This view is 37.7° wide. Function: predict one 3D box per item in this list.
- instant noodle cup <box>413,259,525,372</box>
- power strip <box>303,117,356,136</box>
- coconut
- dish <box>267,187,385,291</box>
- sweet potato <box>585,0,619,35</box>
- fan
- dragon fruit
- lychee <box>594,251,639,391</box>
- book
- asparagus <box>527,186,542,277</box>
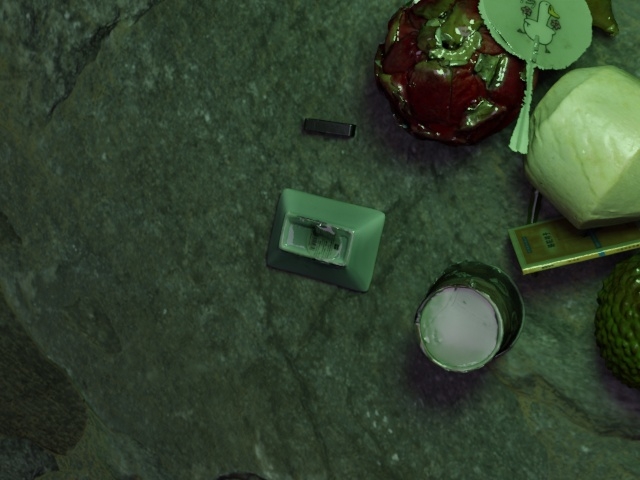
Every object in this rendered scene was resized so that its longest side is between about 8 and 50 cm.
[{"bbox_3d":[0.289,0.157,1.860,0.217,0.207,0.217,2,96,17],"label":"instant noodle cup"},{"bbox_3d":[0.020,-0.241,2.003,0.111,0.038,0.029,10,98,18],"label":"power strip"},{"bbox_3d":[0.535,-0.160,1.716,0.329,0.329,0.329,1,94,17],"label":"coconut"},{"bbox_3d":[0.000,0.000,2.005,0.243,0.080,0.182,15,98,15],"label":"dish"},{"bbox_3d":[0.422,-0.514,1.803,0.369,0.158,0.158,26,101,10],"label":"sweet potato"},{"bbox_3d":[0.375,-0.334,1.640,0.233,0.012,0.415,15,67,-13],"label":"fan"},{"bbox_3d":[0.257,-0.331,1.781,0.329,0.329,0.329,1,94,17],"label":"dragon fruit"},{"bbox_3d":[0.651,0.136,1.724,0.270,0.270,0.320,44,140,10],"label":"lychee"},{"bbox_3d":[0.491,-0.007,1.792,0.241,0.170,0.018,-14,116,7],"label":"book"},{"bbox_3d":[0.434,-0.043,1.893,0.034,0.027,0.236,8,96,27],"label":"asparagus"}]
